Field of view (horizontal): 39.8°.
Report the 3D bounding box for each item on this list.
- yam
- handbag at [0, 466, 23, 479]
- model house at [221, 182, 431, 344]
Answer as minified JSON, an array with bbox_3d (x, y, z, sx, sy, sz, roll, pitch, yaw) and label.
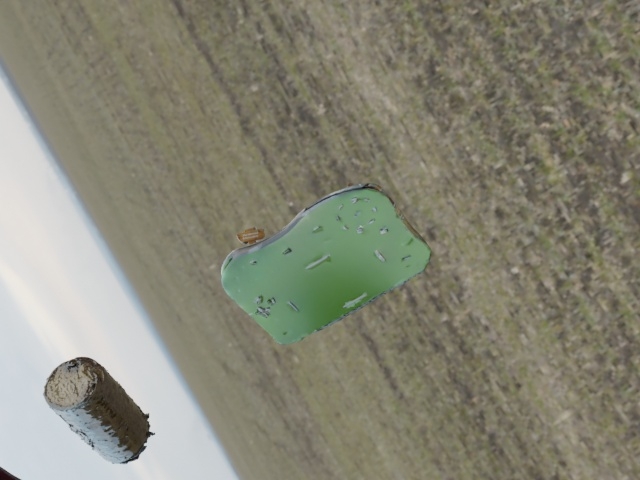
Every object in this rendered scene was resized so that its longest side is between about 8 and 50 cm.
[{"bbox_3d":[-0.417,0.323,1.680,0.131,0.131,0.279,51,168,34],"label":"yam"},{"bbox_3d":[-0.819,0.593,2.068,0.203,0.216,0.074,40,-154,-21],"label":"handbag"},{"bbox_3d":[0.002,0.000,1.385,0.207,0.294,0.154,49,-159,-31],"label":"model house"}]
